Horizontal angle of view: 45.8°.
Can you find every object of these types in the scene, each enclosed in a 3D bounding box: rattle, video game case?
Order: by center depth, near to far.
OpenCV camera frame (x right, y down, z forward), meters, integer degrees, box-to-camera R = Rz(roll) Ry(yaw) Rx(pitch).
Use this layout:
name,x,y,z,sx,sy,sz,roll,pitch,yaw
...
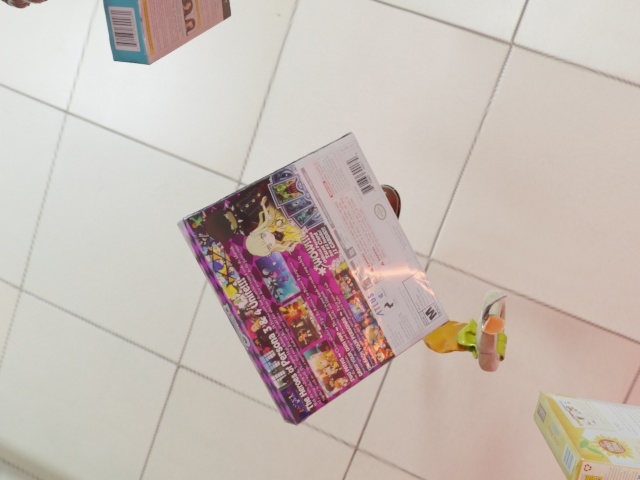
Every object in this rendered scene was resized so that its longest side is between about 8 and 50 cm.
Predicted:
name,x,y,z,sx,sy,sz,roll,pitch,yaw
video game case,-0.001,0.034,0.782,0.210,0.042,0.232,-31,95,-24
rattle,0.213,0.122,1.132,0.142,0.199,0.130,22,91,22

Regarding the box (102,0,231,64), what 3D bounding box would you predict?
name,x,y,z,sx,sy,sz,roll,pitch,yaw
box,-0.211,-0.338,1.079,0.060,0.244,0.100,10,123,19

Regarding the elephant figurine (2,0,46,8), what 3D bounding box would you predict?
name,x,y,z,sx,sy,sz,roll,pitch,yaw
elephant figurine,-0.342,-0.406,0.874,0.169,0.186,0.239,21,77,12

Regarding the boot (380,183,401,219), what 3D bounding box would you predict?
name,x,y,z,sx,sy,sz,roll,pitch,yaw
boot,0.000,0.000,1.151,0.264,0.280,0.096,-39,76,9

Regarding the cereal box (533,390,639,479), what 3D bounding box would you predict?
name,x,y,z,sx,sy,sz,roll,pitch,yaw
cereal box,0.405,0.259,0.936,0.240,0.173,0.047,10,104,-1
